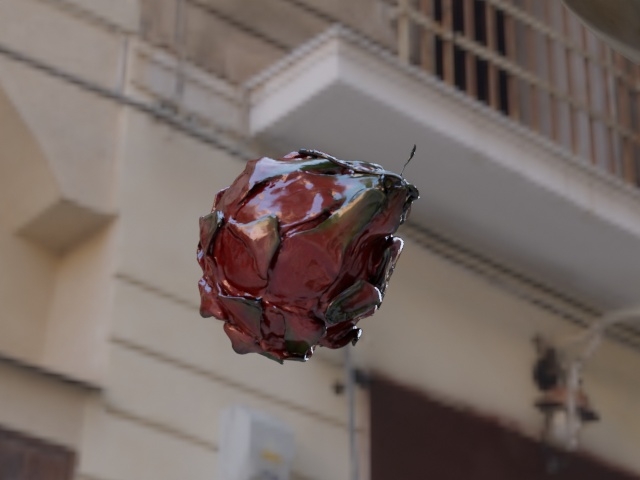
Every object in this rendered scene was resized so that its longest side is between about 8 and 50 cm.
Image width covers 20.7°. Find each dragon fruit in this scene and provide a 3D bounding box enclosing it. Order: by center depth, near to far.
[{"bbox_3d":[0.000,0.000,1.826,0.293,0.233,0.234,-36,-42,19],"label":"dragon fruit"}]

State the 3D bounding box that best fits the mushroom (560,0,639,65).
[{"bbox_3d":[0.299,-0.282,1.217,0.295,0.362,0.362,-29,-21,-22],"label":"mushroom"}]
